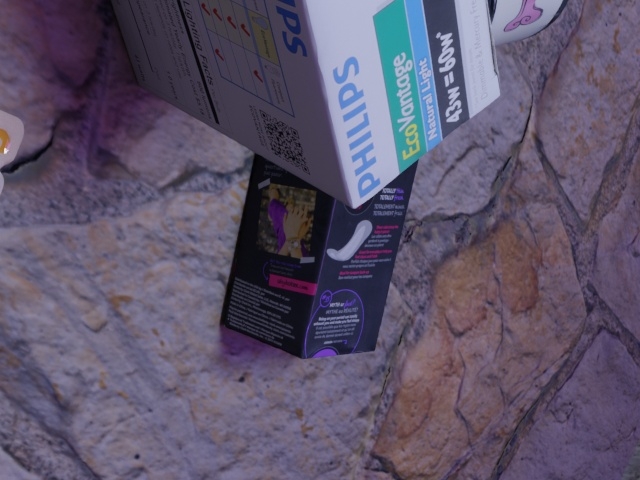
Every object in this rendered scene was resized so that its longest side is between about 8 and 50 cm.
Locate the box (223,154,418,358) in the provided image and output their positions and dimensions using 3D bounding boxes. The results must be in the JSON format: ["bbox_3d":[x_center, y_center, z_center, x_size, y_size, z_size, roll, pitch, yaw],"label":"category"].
[{"bbox_3d":[0.000,0.000,1.736,0.165,0.143,0.270,0,106,-52],"label":"box"}]

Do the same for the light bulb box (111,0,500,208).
[{"bbox_3d":[-0.040,-0.283,1.330,0.225,0.361,0.358,-38,137,-24],"label":"light bulb box"}]

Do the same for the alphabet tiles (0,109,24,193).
[{"bbox_3d":[-0.407,-0.079,1.267,0.278,0.021,0.284,24,87,-54],"label":"alphabet tiles"}]

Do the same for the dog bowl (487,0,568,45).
[{"bbox_3d":[0.083,-0.366,1.473,0.150,0.408,0.408,-34,133,-22],"label":"dog bowl"}]
